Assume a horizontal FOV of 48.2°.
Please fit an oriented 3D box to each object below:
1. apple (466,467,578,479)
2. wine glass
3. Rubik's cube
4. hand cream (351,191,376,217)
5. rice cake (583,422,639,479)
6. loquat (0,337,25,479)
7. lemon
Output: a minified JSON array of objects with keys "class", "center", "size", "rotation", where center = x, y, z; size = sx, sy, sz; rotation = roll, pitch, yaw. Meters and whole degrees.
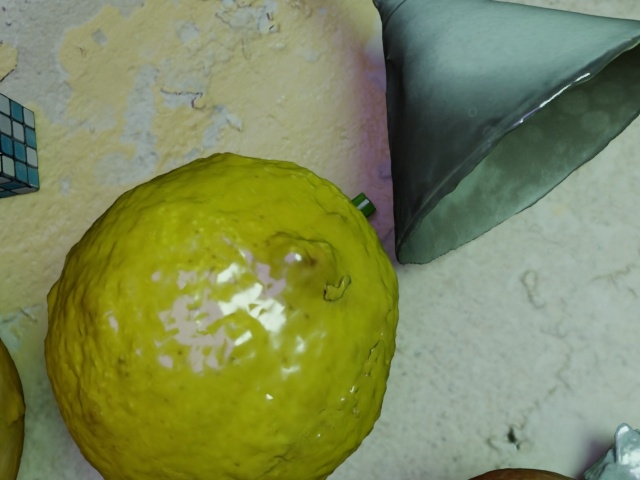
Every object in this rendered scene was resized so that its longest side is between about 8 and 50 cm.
[{"class":"apple","center":[0.158,0.306,0.463],"size":[0.309,0.277,0.250],"rotation":[36,98,-22]},{"class":"wine glass","center":[0.056,-0.207,0.601],"size":[0.267,0.267,0.406],"rotation":[-38,71,3]},{"class":"Rubik's cube","center":[-0.356,-0.096,0.734],"size":[0.092,0.092,0.092],"rotation":[-10,80,9]},{"class":"hand cream","center":[0.000,0.000,0.687],"size":[0.122,0.023,0.036],"rotation":[-39,80,7]},{"class":"rice cake","center":[0.301,0.237,0.571],"size":[0.206,0.063,0.069],"rotation":[42,96,15]},{"class":"loquat","center":[-0.396,0.170,0.575],"size":[0.359,0.328,0.329],"rotation":[18,85,40]},{"class":"lemon","center":[-0.079,0.075,0.568],"size":[0.321,0.268,0.268],"rotation":[-32,73,44]}]
